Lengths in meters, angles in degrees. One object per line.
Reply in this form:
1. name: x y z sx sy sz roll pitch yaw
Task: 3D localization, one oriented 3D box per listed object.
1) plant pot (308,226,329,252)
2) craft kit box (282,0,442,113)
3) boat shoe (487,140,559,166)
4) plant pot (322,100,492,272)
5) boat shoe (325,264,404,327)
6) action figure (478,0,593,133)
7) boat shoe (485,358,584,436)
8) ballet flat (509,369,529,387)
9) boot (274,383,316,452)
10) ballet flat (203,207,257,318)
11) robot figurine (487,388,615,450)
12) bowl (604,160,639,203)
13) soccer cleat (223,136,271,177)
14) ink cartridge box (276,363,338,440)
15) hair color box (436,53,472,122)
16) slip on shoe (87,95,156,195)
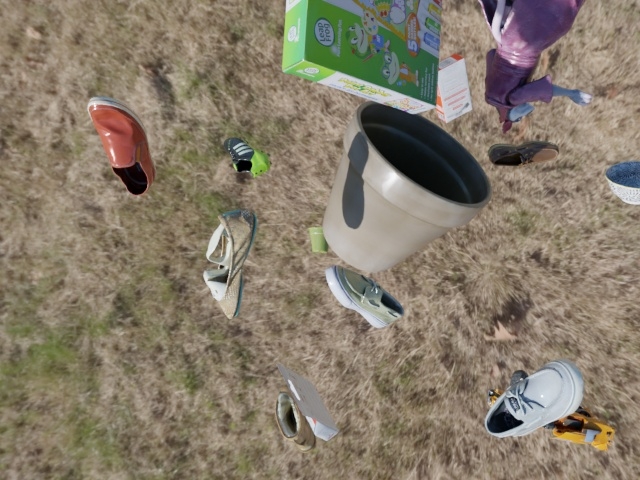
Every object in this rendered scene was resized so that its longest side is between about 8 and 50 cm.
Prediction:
1. plant pot: 0.000 0.000 1.678 0.083 0.083 0.079 -2 83 18
2. craft kit box: 0.068 -0.327 0.699 0.061 0.247 0.250 0 86 56
3. boat shoe: 0.538 -0.221 1.345 0.178 0.064 0.060 -1 43 12
4. plant pot: 0.148 -0.091 1.092 0.323 0.323 0.280 47 128 15
5. boat shoe: 0.127 0.145 1.406 0.094 0.302 0.109 -28 46 23
6. action figure: 0.439 -0.405 1.122 0.248 0.276 0.370 49 145 46
7. boat shoe: 0.346 0.274 0.843 0.081 0.227 0.079 -6 51 -19
8. ballet flat: 0.574 0.463 1.477 0.057 0.049 0.173 4 91 -3
9. boot: -0.080 0.495 1.500 0.089 0.269 0.236 -24 56 -4
10. ballet flat: -0.158 0.040 0.839 0.073 0.067 0.206 45 128 53
11. robot figurine: 0.577 0.456 1.312 0.291 0.211 0.085 10 91 5
12. bowl: 0.909 -0.156 1.459 0.170 0.170 0.080 -1 125 18
13. soccer cleat: -0.195 -0.206 1.247 0.072 0.060 0.179 -39 48 -24
14. ink cartridge box: -0.040 0.371 1.157 0.045 0.179 0.145 -41 49 5
15. hair color box: 0.373 -0.435 1.457 0.093 0.167 0.053 -28 39 -3
16. slip on shoe: -0.532 -0.249 1.380 0.123 0.331 0.101 -3 54 0
